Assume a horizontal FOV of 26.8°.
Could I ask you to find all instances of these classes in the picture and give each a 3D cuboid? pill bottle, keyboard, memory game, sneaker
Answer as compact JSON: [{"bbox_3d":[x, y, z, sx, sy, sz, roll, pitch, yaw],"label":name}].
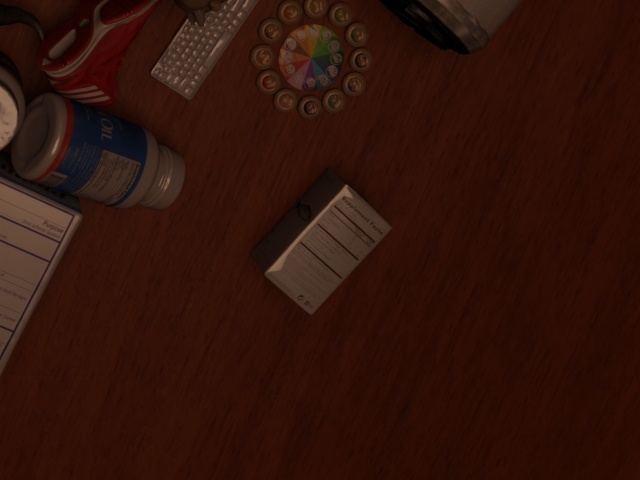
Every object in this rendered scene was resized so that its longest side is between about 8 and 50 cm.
[{"bbox_3d":[-0.448,-0.183,1.755,0.121,0.221,0.121,-4,108,-13],"label":"pill bottle"},{"bbox_3d":[-0.142,-0.323,1.903,0.072,0.014,0.256,33,97,-21],"label":"keyboard"},{"bbox_3d":[-0.012,-0.267,1.954,0.186,0.012,0.186,-4,108,-13],"label":"memory game"},{"bbox_3d":[-0.293,-0.275,1.858,0.221,0.087,0.128,-41,151,-18],"label":"sneaker"},{"bbox_3d":[-0.301,-0.114,1.847,0.221,0.124,0.124,19,102,-41],"label":"pill bottle"}]

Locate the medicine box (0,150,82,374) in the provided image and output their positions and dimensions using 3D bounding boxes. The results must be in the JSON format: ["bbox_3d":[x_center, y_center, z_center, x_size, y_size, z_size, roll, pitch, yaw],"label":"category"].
[{"bbox_3d":[-0.509,0.013,1.839,0.263,0.149,0.289,26,98,-20],"label":"medicine box"}]

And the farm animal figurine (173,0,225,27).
[{"bbox_3d":[-0.177,-0.361,1.707,0.327,0.330,0.172,3,99,-14],"label":"farm animal figurine"}]

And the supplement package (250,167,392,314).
[{"bbox_3d":[0.000,0.000,1.989,0.105,0.105,0.179,42,93,-21],"label":"supplement package"}]

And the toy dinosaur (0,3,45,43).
[{"bbox_3d":[-0.482,-0.342,1.731,0.121,0.160,0.313,-35,111,-2],"label":"toy dinosaur"}]

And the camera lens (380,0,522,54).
[{"bbox_3d":[0.206,-0.413,1.854,0.219,0.219,0.274,38,94,-21],"label":"camera lens"}]
